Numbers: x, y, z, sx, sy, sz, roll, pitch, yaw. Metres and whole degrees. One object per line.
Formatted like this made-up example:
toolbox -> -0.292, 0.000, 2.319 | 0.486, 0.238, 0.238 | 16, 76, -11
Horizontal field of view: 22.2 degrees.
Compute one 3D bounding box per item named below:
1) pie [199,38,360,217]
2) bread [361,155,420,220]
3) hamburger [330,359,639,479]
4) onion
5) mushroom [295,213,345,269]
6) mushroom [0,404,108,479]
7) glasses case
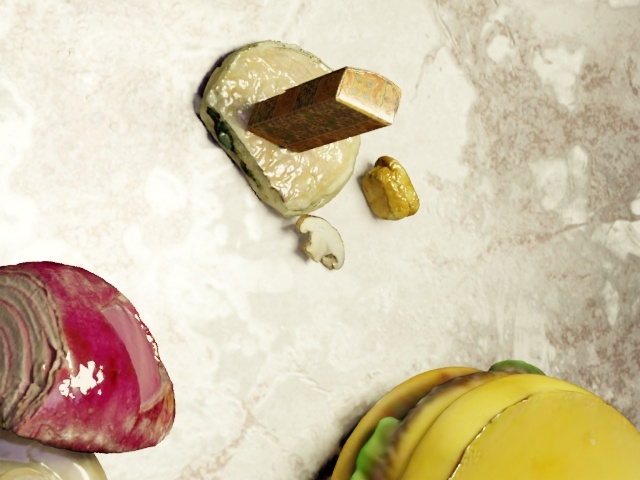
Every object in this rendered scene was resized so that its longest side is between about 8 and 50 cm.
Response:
pie -> -0.035, -0.141, 1.940 | 0.185, 0.052, 0.218 | -42, 106, -24
bread -> 0.087, -0.062, 2.000 | 0.046, 0.081, 0.083 | -29, 71, -20
hamburger -> 0.192, 0.327, 1.927 | 0.396, 0.277, 0.395 | 0, 91, -33
onion -> -0.238, 0.099, 1.682 | 0.247, 0.250, 0.111 | 10, 122, -43
mushroom -> 0.000, 0.000, 1.958 | 0.049, 0.019, 0.101 | -57, 137, -20
mushroom -> -0.308, 0.312, 1.608 | 0.292, 0.290, 0.292 | 3, 82, -26
glasses case -> 0.002, -0.146, 1.806 | 0.075, 0.218, 0.049 | 24, 74, -24
